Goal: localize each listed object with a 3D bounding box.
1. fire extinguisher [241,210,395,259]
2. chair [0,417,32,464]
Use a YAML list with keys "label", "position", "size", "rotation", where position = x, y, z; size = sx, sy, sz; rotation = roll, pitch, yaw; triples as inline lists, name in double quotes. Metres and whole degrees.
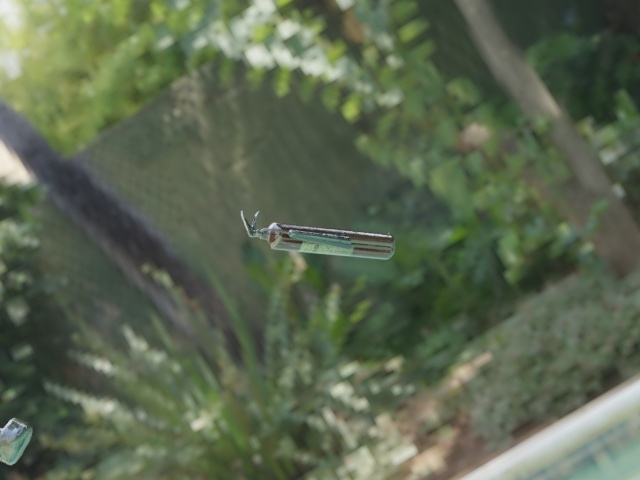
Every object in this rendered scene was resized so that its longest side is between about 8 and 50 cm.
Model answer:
- label: "fire extinguisher"
  position: [0.000, 0.000, 2.042]
  size: [0.173, 0.049, 0.035]
  rotation: [5, -65, -23]
- label: "chair"
  position: [-0.459, 0.230, 1.230]
  size: [0.362, 0.410, 0.364]
  rotation: [-59, -5, -30]
